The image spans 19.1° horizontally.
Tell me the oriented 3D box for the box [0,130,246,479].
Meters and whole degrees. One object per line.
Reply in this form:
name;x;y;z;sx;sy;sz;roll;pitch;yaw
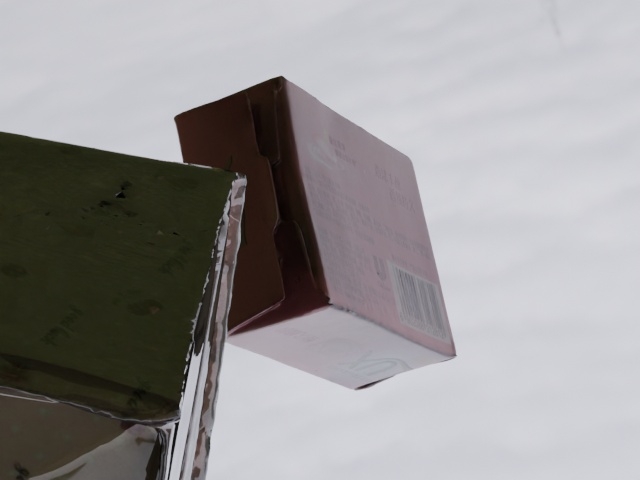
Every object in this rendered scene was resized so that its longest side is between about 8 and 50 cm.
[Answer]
box;-0.190;0.082;0.661;0.297;0.225;0.190;9;-154;-2

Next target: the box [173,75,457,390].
box;0.000;0.000;0.858;0.060;0.156;0.111;-18;-112;21
